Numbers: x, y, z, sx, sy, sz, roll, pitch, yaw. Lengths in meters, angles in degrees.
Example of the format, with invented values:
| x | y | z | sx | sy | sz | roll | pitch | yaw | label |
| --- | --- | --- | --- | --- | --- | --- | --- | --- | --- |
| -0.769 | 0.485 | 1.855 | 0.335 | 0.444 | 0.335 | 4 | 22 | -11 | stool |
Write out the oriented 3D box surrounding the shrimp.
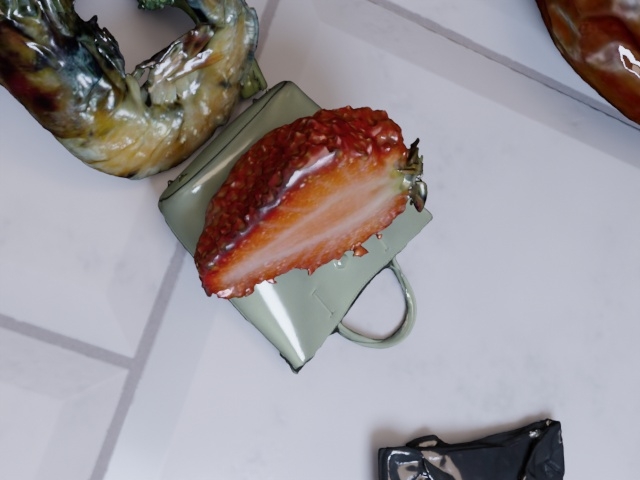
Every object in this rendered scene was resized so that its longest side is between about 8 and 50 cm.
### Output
| x | y | z | sx | sy | sz | roll | pitch | yaw | label |
| --- | --- | --- | --- | --- | --- | --- | --- | --- | --- |
| -0.175 | -0.189 | 0.765 | 0.233 | 0.365 | 0.071 | -39 | 59 | -6 | shrimp |

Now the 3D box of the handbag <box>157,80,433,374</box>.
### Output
| x | y | z | sx | sy | sz | roll | pitch | yaw | label |
| --- | --- | --- | --- | --- | --- | --- | --- | --- | --- |
| 0.000 | 0.000 | 0.906 | 0.315 | 0.109 | 0.241 | 46 | 73 | -11 | handbag |

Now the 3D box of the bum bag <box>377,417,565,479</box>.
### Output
| x | y | z | sx | sy | sz | roll | pitch | yaw | label |
| --- | --- | --- | --- | --- | --- | --- | --- | --- | --- |
| 0.178 | 0.273 | 0.947 | 0.248 | 0.060 | 0.123 | -5 | 84 | -19 | bum bag |

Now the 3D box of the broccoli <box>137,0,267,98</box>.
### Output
| x | y | z | sx | sy | sz | roll | pitch | yaw | label |
| --- | --- | --- | --- | --- | --- | --- | --- | --- | --- |
| -0.123 | -0.240 | 0.898 | 0.204 | 0.122 | 0.118 | 57 | 49 | -20 | broccoli |

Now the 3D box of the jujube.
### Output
| x | y | z | sx | sy | sz | roll | pitch | yaw | label |
| --- | --- | --- | --- | --- | --- | --- | --- | --- | --- |
| 0.410 | -0.291 | 0.990 | 0.377 | 0.276 | 0.276 | 39 | 74 | -12 | jujube |

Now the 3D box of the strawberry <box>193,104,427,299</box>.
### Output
| x | y | z | sx | sy | sz | roll | pitch | yaw | label |
| --- | --- | --- | --- | --- | --- | --- | --- | --- | --- |
| -0.019 | -0.053 | 0.810 | 0.236 | 0.175 | 0.106 | -13 | 50 | -26 | strawberry |
